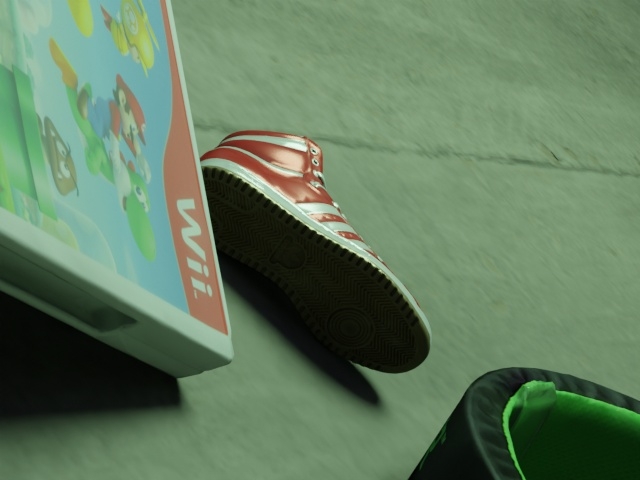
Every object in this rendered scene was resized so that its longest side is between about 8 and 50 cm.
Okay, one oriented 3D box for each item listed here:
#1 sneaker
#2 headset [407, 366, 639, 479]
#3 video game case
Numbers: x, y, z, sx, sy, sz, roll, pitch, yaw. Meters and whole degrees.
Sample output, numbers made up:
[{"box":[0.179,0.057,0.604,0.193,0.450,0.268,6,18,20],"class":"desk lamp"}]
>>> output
[{"box":[0.000,0.000,0.775,0.118,0.042,0.067,40,25,-7],"class":"sneaker"},{"box":[0.213,0.161,0.672,0.394,0.185,0.243,40,19,21],"class":"headset"},{"box":[-0.098,-0.084,0.557,0.285,0.025,0.204,40,36,-68],"class":"video game case"}]
